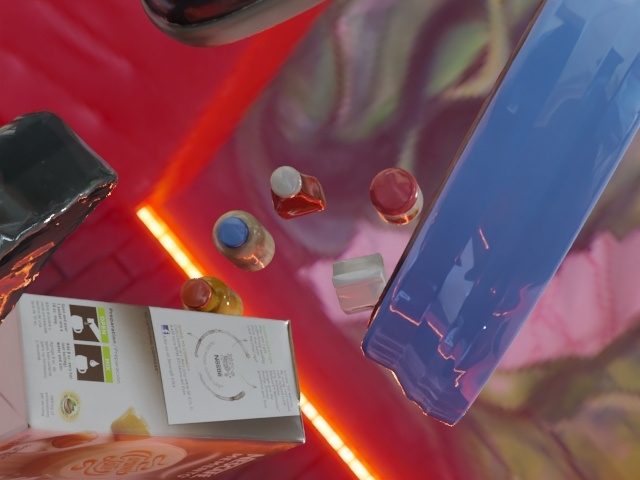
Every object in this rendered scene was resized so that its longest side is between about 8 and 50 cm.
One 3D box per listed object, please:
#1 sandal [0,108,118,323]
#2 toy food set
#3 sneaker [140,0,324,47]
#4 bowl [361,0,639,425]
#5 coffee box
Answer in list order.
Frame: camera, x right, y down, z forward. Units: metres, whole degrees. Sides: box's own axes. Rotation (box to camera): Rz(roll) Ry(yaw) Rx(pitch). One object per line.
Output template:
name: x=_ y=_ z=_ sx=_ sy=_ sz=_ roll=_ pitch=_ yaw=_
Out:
sandal: x=-0.209 y=0.112 z=0.775 sx=0.446 sy=0.107 sz=0.167 roll=-42 pitch=180 yaw=45
toy food set: x=0.000 y=0.000 z=1.453 sx=0.232 sy=0.111 sz=0.104 roll=-11 pitch=169 yaw=6
sneaker: x=0.005 y=-0.175 z=0.663 sx=0.227 sy=0.087 sz=0.130 roll=-40 pitch=142 yaw=6
bowl: x=0.141 y=-0.076 z=1.102 sx=0.391 sy=0.077 sz=0.391 roll=-61 pitch=177 yaw=-6
coffee box: x=-0.149 y=0.113 z=1.326 sx=0.246 sy=0.098 sz=0.141 roll=8 pitch=156 yaw=-42
